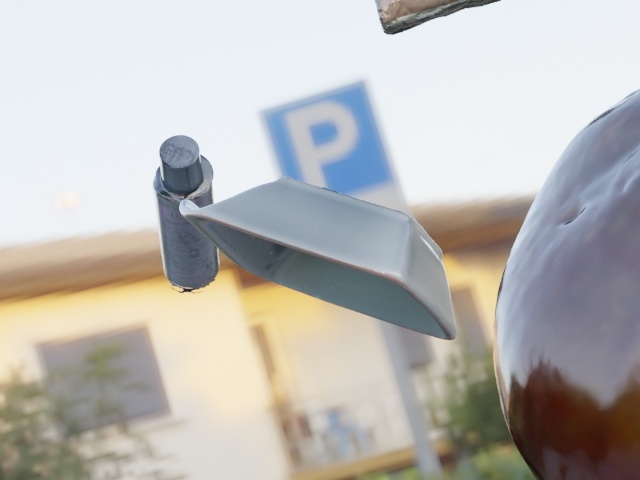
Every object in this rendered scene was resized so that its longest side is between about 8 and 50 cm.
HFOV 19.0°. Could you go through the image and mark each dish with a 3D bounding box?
[{"bbox_3d":[0.000,0.000,1.531,0.234,0.064,0.154,17,-14,26],"label":"dish"}]

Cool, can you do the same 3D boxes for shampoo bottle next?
[{"bbox_3d":[-0.147,-0.031,2.085,0.072,0.072,0.214,-15,-35,-10],"label":"shampoo bottle"}]

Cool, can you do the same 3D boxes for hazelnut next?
[{"bbox_3d":[0.186,0.033,0.908,0.217,0.217,0.251,-16,33,-3],"label":"hazelnut"}]

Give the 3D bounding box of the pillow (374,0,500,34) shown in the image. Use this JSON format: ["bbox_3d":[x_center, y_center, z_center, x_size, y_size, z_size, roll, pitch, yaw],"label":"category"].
[{"bbox_3d":[0.092,-0.287,1.660,0.126,0.232,0.043,-14,-34,8],"label":"pillow"}]
